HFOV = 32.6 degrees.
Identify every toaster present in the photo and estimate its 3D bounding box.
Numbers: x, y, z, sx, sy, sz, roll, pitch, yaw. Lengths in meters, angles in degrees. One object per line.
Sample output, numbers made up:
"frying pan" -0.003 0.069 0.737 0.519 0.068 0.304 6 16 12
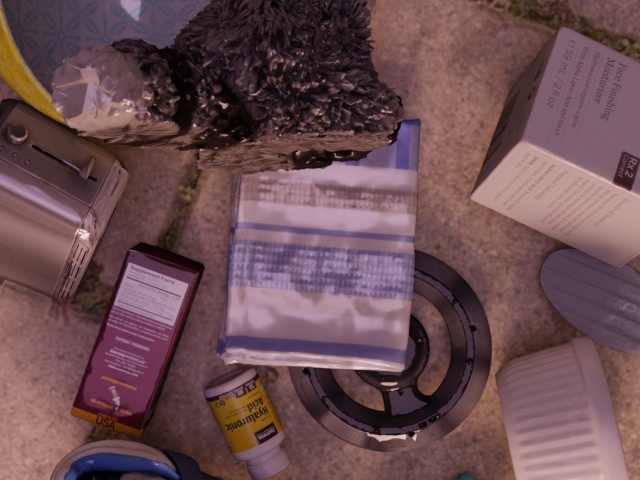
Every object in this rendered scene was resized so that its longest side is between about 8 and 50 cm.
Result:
"toaster" -0.295 -0.030 1.136 0.146 0.227 0.129 26 50 -9

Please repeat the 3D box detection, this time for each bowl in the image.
"bowl" -0.252 -0.248 1.117 0.156 0.289 0.289 0 96 41

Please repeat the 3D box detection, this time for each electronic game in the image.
"electronic game" 0.076 0.121 1.223 0.229 0.048 0.229 0 87 2

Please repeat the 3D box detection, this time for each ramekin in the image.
"ramekin" 0.255 0.211 1.163 0.109 0.207 0.207 -12 95 7

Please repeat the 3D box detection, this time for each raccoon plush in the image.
"raccoon plush" -0.060 -0.234 1.018 0.216 0.446 0.299 -8 84 19

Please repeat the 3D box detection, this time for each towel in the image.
"towel" 0.000 0.000 1.193 0.209 0.034 0.285 4 85 2

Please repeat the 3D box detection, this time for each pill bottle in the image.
"pill bottle" -0.079 0.204 1.216 0.065 0.065 0.116 -25 95 0

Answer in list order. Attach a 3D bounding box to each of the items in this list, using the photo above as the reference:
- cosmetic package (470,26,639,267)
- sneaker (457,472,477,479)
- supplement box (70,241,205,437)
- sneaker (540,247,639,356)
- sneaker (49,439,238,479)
"cosmetic package" 0.282 -0.093 1.141 0.184 0.151 0.151 24 66 -3
"sneaker" 0.083 0.362 1.232 0.275 0.107 0.110 -30 75 -4
"supplement box" -0.195 0.104 1.185 0.081 0.104 0.188 20 93 -3
"sneaker" 0.364 0.091 1.215 0.258 0.091 0.094 31 98 17
"sneaker" -0.120 0.292 1.110 0.323 0.236 0.130 17 77 9
